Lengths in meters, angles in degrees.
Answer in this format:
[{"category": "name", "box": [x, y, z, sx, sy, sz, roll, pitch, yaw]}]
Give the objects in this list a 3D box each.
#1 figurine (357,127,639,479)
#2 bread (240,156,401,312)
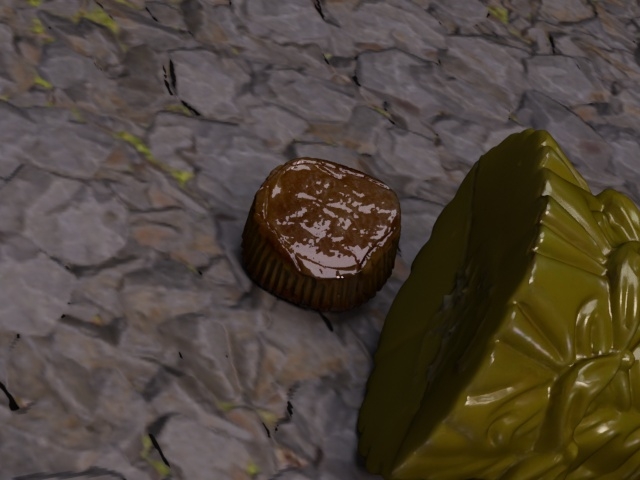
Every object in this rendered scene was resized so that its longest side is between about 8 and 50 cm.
[{"category": "figurine", "box": [0.195, 0.100, 0.794, 0.315, 0.168, 0.187, 29, 25, -12]}, {"category": "bread", "box": [0.000, 0.000, 0.853, 0.085, 0.053, 0.085, 4, 55, -6]}]
